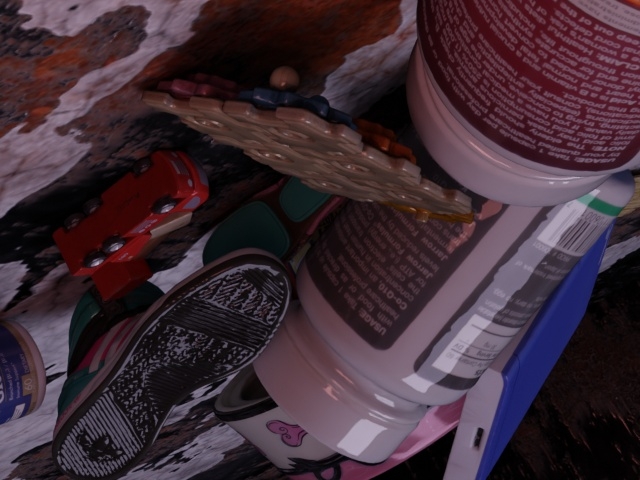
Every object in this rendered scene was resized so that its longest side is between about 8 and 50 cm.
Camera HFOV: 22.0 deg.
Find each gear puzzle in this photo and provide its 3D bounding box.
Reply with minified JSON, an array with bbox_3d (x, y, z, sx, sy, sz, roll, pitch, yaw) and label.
[{"bbox_3d":[0.029,-0.067,1.287,0.175,0.044,0.339,10,171,37],"label":"gear puzzle"}]

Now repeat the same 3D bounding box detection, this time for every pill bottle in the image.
[{"bbox_3d":[0.190,-0.178,1.111,0.224,0.224,0.392,-24,166,-18],"label":"pill bottle"},{"bbox_3d":[-0.345,0.137,1.508,0.169,0.094,0.094,-17,163,-40],"label":"pill bottle"},{"bbox_3d":[0.106,0.022,1.543,0.361,0.204,0.204,-51,160,17],"label":"pill bottle"}]

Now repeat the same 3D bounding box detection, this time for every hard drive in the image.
[{"bbox_3d":[0.228,0.107,1.766,0.318,0.040,0.210,-51,159,-42],"label":"hard drive"}]

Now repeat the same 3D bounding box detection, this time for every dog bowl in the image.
[{"bbox_3d":[0.078,0.147,1.985,0.408,0.150,0.408,-34,-173,4],"label":"dog bowl"}]

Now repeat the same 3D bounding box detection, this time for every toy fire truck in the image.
[{"bbox_3d":[-0.156,-0.012,1.428,0.192,0.047,0.135,-36,165,27],"label":"toy fire truck"}]

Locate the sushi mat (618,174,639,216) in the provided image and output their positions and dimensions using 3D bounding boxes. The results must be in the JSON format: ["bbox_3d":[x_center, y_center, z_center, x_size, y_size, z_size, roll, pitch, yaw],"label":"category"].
[{"bbox_3d":[0.439,-0.063,2.483,0.151,0.019,0.316,-38,164,33],"label":"sushi mat"}]

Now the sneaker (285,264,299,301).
[{"bbox_3d":[0.011,0.052,1.895,0.276,0.097,0.135,-24,166,-11],"label":"sneaker"}]

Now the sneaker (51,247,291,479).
[{"bbox_3d":[-0.145,0.080,1.564,0.124,0.178,0.295,37,112,-27],"label":"sneaker"}]

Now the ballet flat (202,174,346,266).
[{"bbox_3d":[-0.023,-0.029,1.585,0.221,0.077,0.079,-43,164,34],"label":"ballet flat"}]

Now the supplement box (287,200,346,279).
[{"bbox_3d":[0.000,0.000,1.704,0.056,0.083,0.083,-22,166,-25],"label":"supplement box"}]
